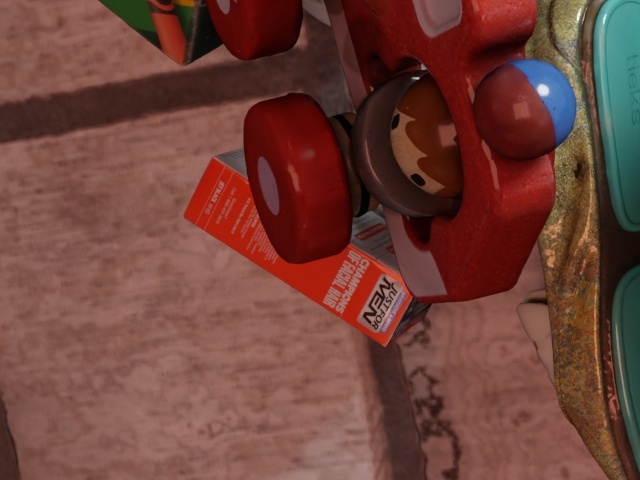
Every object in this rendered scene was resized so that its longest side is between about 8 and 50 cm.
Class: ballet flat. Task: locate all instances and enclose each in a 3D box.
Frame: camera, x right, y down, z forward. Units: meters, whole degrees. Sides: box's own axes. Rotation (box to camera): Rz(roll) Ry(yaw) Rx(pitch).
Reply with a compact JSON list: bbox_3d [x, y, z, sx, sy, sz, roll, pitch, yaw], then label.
[{"bbox_3d":[0.175,0.008,1.056,0.123,0.123,0.349,-7,97,20],"label":"ballet flat"}]

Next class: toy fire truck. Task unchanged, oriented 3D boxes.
[{"bbox_3d":[0.052,-0.114,0.893,0.169,0.254,0.302,-15,90,-15],"label":"toy fire truck"}]

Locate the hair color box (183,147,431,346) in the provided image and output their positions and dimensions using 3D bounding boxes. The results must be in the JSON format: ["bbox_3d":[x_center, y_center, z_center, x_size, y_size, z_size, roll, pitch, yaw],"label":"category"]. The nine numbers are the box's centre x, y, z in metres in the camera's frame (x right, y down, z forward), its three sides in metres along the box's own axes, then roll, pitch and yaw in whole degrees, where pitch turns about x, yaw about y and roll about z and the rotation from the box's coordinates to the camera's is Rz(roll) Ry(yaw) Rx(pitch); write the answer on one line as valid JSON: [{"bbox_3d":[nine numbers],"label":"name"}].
[{"bbox_3d":[0.000,0.000,1.117,0.167,0.093,0.053,32,108,13],"label":"hair color box"}]

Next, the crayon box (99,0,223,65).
[{"bbox_3d":[-0.164,-0.288,1.072,0.318,0.081,0.202,39,143,18],"label":"crayon box"}]

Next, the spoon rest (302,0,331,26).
[{"bbox_3d":[-0.027,-0.256,1.089,0.276,0.084,0.137,49,144,3],"label":"spoon rest"}]
